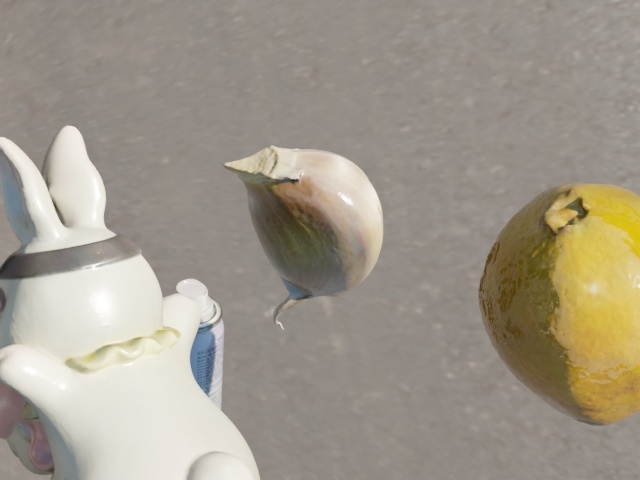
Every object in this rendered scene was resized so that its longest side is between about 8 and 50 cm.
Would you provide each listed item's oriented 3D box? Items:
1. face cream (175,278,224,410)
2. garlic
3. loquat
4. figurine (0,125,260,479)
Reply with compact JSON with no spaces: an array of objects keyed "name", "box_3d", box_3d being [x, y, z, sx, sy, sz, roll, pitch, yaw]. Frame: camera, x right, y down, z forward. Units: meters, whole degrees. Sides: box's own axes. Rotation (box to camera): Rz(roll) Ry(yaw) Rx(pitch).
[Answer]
[{"name":"face cream","box_3d":[-0.145,0.146,1.658,0.075,0.075,0.229,-7,124,-18]},{"name":"garlic","box_3d":[0.003,0.004,1.715,0.128,0.148,0.266,-42,136,-41]},{"name":"loquat","box_3d":[0.224,0.055,1.252,0.234,0.176,0.187,63,40,-48]},{"name":"figurine","box_3d":[-0.090,0.046,0.506,0.098,0.081,0.146,-35,79,22]}]
